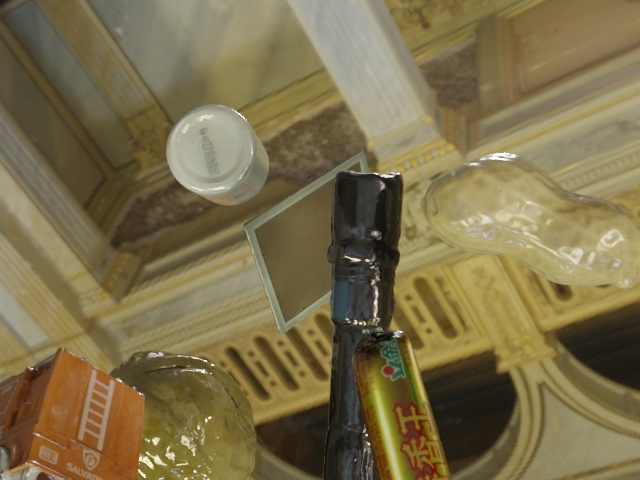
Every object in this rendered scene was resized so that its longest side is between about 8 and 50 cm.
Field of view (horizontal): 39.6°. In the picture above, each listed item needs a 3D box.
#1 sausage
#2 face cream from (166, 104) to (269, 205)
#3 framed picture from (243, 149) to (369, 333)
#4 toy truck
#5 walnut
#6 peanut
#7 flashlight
[{"bbox_3d":[0.097,0.244,0.877,0.082,0.082,0.371,-23,-118,20],"label":"sausage"},{"bbox_3d":[-0.114,-0.093,1.081,0.101,0.101,0.251,-33,176,0],"label":"face cream"},{"bbox_3d":[0.000,0.000,1.475,0.274,0.217,0.017,-33,-149,-32],"label":"framed picture"},{"bbox_3d":[-0.390,0.284,1.058,0.388,0.173,0.206,-28,-139,28],"label":"toy truck"},{"bbox_3d":[-0.249,0.327,1.516,0.253,0.276,0.282,-28,-161,5],"label":"walnut"},{"bbox_3d":[0.243,-0.024,0.992,0.257,0.123,0.123,17,-143,0],"label":"peanut"},{"bbox_3d":[0.054,0.121,1.146,0.103,0.103,0.423,-3,-97,47],"label":"flashlight"}]
